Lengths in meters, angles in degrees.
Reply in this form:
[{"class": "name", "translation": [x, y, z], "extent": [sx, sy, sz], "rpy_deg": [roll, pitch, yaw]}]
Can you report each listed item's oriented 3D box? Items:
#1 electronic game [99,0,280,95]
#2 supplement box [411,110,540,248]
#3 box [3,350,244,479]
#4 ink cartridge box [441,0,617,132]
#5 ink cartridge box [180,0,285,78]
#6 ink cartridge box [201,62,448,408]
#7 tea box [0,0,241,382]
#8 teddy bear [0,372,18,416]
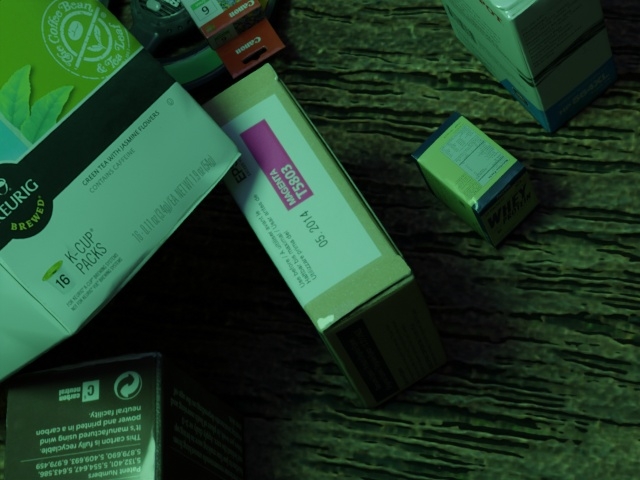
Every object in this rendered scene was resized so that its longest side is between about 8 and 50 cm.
[{"class": "electronic game", "translation": [-0.148, -0.243, 1.318], "extent": [0.229, 0.048, 0.229], "rpy_deg": [-6, 67, 15]}, {"class": "supplement box", "translation": [0.134, -0.051, 1.124], "extent": [0.056, 0.083, 0.083], "rpy_deg": [-45, 61, -3]}, {"class": "box", "translation": [-0.145, 0.299, 1.009], "extent": [0.143, 0.191, 0.381], "rpy_deg": [-11, 64, 14]}, {"class": "ink cartridge box", "translation": [0.166, -0.205, 1.111], "extent": [0.086, 0.203, 0.148], "rpy_deg": [-37, 62, 0]}, {"class": "ink cartridge box", "translation": [-0.089, -0.217, 1.255], "extent": [0.063, 0.029, 0.115], "rpy_deg": [-32, 69, -2]}, {"class": "ink cartridge box", "translation": [0.000, 0.000, 1.083], "extent": [0.088, 0.193, 0.235], "rpy_deg": [-32, 61, -1]}, {"class": "tea box", "translation": [-0.300, -0.066, 1.033], "extent": [0.323, 0.329, 0.220], "rpy_deg": [46, 55, -11]}, {"class": "teddy bear", "translation": [-0.449, 0.108, 1.234], "extent": [0.338, 0.113, 0.245], "rpy_deg": [10, 74, 22]}]
